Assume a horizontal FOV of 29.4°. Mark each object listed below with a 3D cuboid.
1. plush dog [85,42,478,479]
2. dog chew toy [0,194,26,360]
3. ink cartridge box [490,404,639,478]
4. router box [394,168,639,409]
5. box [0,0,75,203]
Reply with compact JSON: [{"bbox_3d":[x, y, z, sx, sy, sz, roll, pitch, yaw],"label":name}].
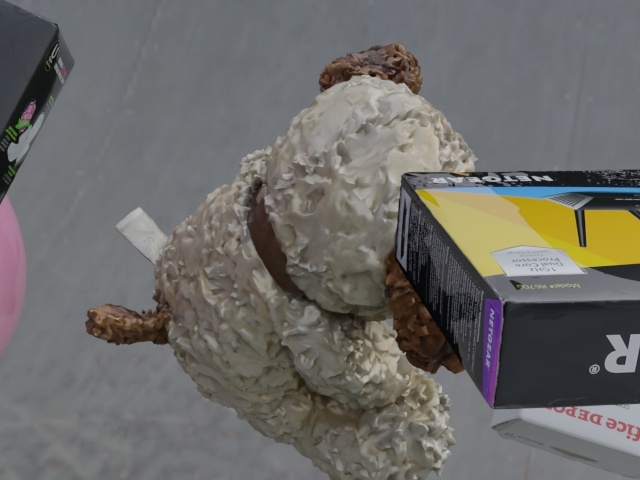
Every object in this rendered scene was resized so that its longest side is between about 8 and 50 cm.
[{"bbox_3d":[0.000,0.000,0.715,0.211,0.225,0.262,10,48,-36],"label":"plush dog"},{"bbox_3d":[-0.267,-0.064,0.650,0.207,0.331,0.206,-3,2,0],"label":"dog chew toy"},{"bbox_3d":[0.257,0.093,1.102,0.153,0.208,0.087,17,-17,-4],"label":"ink cartridge box"},{"bbox_3d":[0.132,0.013,0.476,0.179,0.046,0.133,-1,22,-12],"label":"router box"},{"bbox_3d":[-0.149,-0.058,0.501,0.062,0.083,0.052,26,-10,0],"label":"box"}]
